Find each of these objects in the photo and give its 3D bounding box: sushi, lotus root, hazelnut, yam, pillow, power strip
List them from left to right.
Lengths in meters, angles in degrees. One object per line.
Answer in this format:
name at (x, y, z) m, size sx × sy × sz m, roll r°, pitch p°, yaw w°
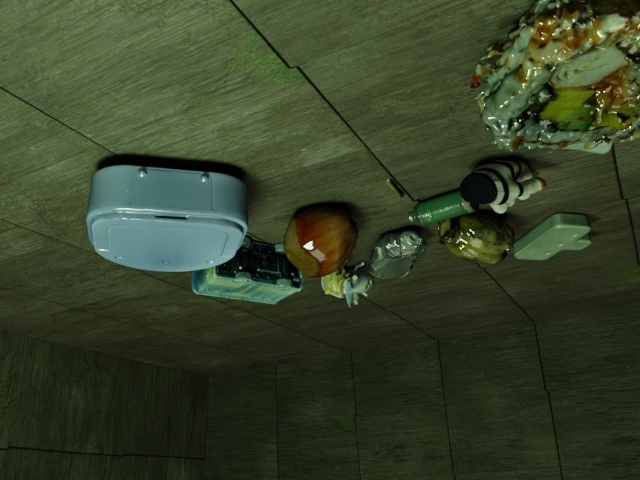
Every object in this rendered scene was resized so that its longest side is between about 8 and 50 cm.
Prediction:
hazelnut at (-0.004, -0.007, 1.733) m, size 0.186 × 0.210 × 0.210 m, roll 14°, pitch 165°, yaw 24°
pillow at (0.237, 0.051, 1.988) m, size 0.162 × 0.092 × 0.335 m, roll -6°, pitch 157°, yaw -5°
yam at (0.197, -0.134, 1.636) m, size 0.014 × 0.014 × 0.107 m, roll -14°, pitch 156°, yaw 24°
lotus root at (0.435, -0.012, 1.805) m, size 0.278 × 0.153 × 0.154 m, roll 8°, pitch 155°, yaw -26°
power strip at (0.751, -0.005, 1.963) m, size 0.194 × 0.059 × 0.265 m, roll 3°, pitch 156°, yaw -14°
sushi at (0.466, -0.282, 1.099) m, size 0.418 × 0.175 × 0.417 m, roll -3°, pitch 158°, yaw -1°

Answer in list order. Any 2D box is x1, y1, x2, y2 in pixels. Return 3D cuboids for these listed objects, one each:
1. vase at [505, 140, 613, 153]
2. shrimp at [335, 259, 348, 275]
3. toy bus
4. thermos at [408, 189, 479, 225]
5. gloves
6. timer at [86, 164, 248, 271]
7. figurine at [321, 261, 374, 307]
vase at (0.502, -0.233, 1.342) m, size 0.220 × 0.096 × 0.096 m, roll 0°, pitch 158°, yaw 0°
shrimp at (0.041, 0.017, 1.925) m, size 0.117 × 0.066 × 0.262 m, roll 12°, pitch 142°, yaw 0°
toy bus at (-0.225, 0.092, 1.955) m, size 0.313 × 0.151 × 0.190 m, roll 12°, pitch 153°, yaw -33°
thermos at (0.328, -0.092, 1.696) m, size 0.188 × 0.083 × 0.073 m, roll -17°, pitch 132°, yaw 33°
gloves at (0.450, -0.144, 1.538) m, size 0.219 × 0.131 × 0.140 m, roll -25°, pitch 173°, yaw -39°
timer at (-0.380, -0.051, 1.557) m, size 0.396 × 0.173 × 0.395 m, roll -4°, pitch 158°, yaw -2°
figurine at (0.092, 0.146, 2.132) m, size 0.184 × 0.128 × 0.208 m, roll -4°, pitch -165°, yaw 6°
